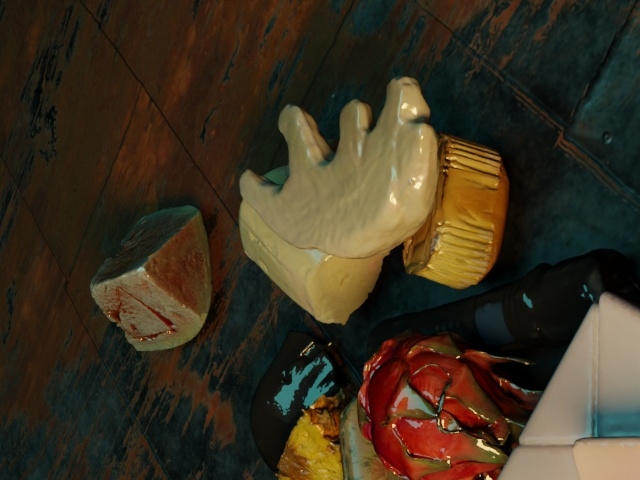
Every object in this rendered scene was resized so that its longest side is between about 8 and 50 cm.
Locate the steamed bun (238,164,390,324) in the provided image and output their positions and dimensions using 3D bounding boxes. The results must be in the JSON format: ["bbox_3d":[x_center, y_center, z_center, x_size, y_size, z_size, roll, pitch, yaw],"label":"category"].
[{"bbox_3d":[0.000,0.000,1.646,0.225,0.170,0.200,48,156,25],"label":"steamed bun"}]

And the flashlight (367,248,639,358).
[{"bbox_3d":[0.213,0.107,1.397,0.424,0.103,0.103,-24,67,50],"label":"flashlight"}]

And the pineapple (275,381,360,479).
[{"bbox_3d":[0.040,0.300,1.589,0.140,0.164,0.250,36,137,16],"label":"pineapple"}]

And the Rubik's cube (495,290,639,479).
[{"bbox_3d":[0.357,0.235,0.992,0.368,0.358,0.387,36,102,45],"label":"Rubik's cube"}]

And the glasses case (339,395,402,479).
[{"bbox_3d":[0.118,0.396,1.423,0.098,0.156,0.425,129,137,-70],"label":"glasses case"}]

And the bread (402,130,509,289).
[{"bbox_3d":[0.176,-0.036,1.433,0.132,0.114,0.190,160,124,-70],"label":"bread"}]

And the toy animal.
[{"bbox_3d":[0.074,-0.094,1.422,0.308,0.188,0.266,-59,44,30],"label":"toy animal"}]

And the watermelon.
[{"bbox_3d":[-0.309,0.053,1.981,0.213,0.201,0.261,-15,70,41],"label":"watermelon"}]

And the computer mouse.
[{"bbox_3d":[-0.050,0.258,1.721,0.147,0.088,0.264,44,117,42],"label":"computer mouse"}]

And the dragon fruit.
[{"bbox_3d":[0.154,0.206,1.314,0.274,0.193,0.192,19,112,50],"label":"dragon fruit"}]
